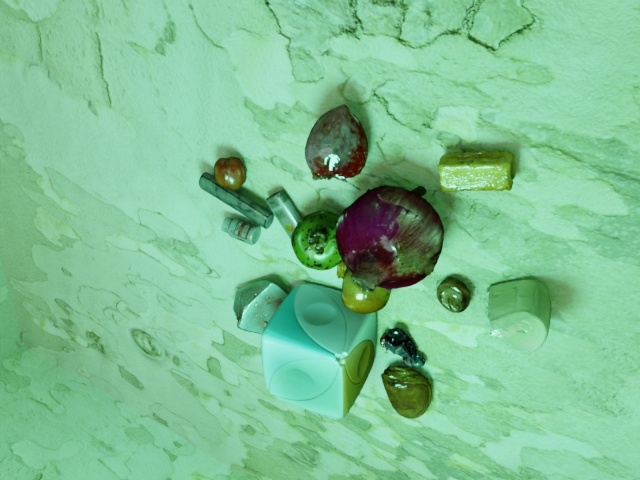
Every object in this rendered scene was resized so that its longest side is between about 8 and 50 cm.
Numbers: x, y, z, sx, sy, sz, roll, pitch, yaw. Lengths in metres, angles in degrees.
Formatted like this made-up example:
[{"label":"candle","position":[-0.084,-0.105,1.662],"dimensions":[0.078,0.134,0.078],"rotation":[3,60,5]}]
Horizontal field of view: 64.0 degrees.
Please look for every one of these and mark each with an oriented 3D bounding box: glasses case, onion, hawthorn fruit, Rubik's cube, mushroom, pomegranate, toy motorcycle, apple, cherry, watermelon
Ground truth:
[{"label":"glasses case","position":[-0.313,-0.149,1.909],"dimensions":[0.299,0.060,0.114],"rotation":[32,164,7]},{"label":"onion","position":[0.186,0.027,1.545],"dimensions":[0.348,0.385,0.347],"rotation":[17,133,20]},{"label":"hawthorn fruit","position":[-0.326,-0.244,1.835],"dimensions":[0.128,0.128,0.128],"rotation":[15,127,21]},{"label":"Rubik's cube","position":[0.002,0.408,1.937],"dimensions":[0.352,0.352,0.347],"rotation":[15,128,24]},{"label":"mushroom","position":[0.447,0.185,1.709],"dimensions":[0.109,0.085,0.126],"rotation":[49,146,41]},{"label":"pomegranate","position":[0.000,0.000,1.734],"dimensions":[0.211,0.263,0.210],"rotation":[0,90,10]},{"label":"toy motorcycle","position":[0.306,0.413,1.946],"dimensions":[0.122,0.082,0.213],"rotation":[-17,121,43]},{"label":"apple","position":[0.162,0.164,1.788],"dimensions":[0.196,0.196,0.195],"rotation":[15,127,21]},{"label":"cherry","position":[0.053,-0.292,1.543],"dimensions":[0.192,0.175,0.249],"rotation":[14,126,10]},{"label":"watermelon","position":[-0.237,0.289,2.082],"dimensions":[0.320,0.214,0.289],"rotation":[41,131,15]}]

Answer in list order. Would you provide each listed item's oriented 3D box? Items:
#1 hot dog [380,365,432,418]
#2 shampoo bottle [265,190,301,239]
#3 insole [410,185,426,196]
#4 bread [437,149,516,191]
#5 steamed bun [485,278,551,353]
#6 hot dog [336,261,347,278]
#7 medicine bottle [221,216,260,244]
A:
[{"label":"hot dog","position":[0.340,0.598,2.031],"dimensions":[0.196,0.122,0.272],"rotation":[3,138,29]},{"label":"shampoo bottle","position":[-0.109,-0.071,1.864],"dimensions":[0.086,0.056,0.227],"rotation":[-18,111,42]},{"label":"insole","position":[0.281,-0.135,1.635],"dimensions":[0.135,0.002,0.045],"rotation":[-30,104,40]},{"label":"bread","position":[0.440,-0.196,1.448],"dimensions":[0.211,0.083,0.113],"rotation":[4,128,27]},{"label":"steamed bun","position":[0.602,0.244,1.563],"dimensions":[0.200,0.225,0.170],"rotation":[-14,113,34]},{"label":"hot dog","position":[0.090,0.097,1.884],"dimensions":[0.056,0.041,0.133],"rotation":[20,137,17]},{"label":"medicine bottle","position":[-0.309,-0.041,1.985],"dimensions":[0.140,0.079,0.079],"rotation":[22,129,15]}]
